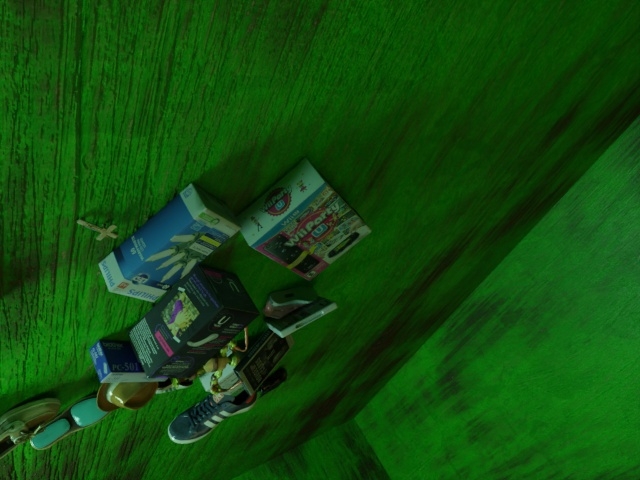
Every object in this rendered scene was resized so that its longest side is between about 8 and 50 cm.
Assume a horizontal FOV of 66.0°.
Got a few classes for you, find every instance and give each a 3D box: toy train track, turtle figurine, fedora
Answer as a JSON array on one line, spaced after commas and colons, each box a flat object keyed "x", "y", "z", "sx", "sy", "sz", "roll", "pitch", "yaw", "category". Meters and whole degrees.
[{"x": -0.413, "y": -0.025, "z": 0.914, "sx": 0.048, "sy": 0.014, "sz": 0.083, "roll": -35, "pitch": 147, "yaw": 14, "category": "toy train track"}, {"x": -0.323, "y": 0.351, "z": 1.452, "sx": 0.217, "sy": 0.087, "sz": 0.270, "roll": 0, "pitch": 124, "yaw": -34, "category": "turtle figurine"}, {"x": -0.509, "y": 0.405, "z": 1.346, "sx": 0.194, "sy": 0.079, "sz": 0.194, "roll": -42, "pitch": 149, "yaw": -33, "category": "fedora"}]

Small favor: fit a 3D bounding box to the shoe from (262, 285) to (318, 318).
[{"x": -0.096, "y": 0.194, "z": 1.548, "sx": 0.177, "sy": 0.063, "sz": 0.081, "roll": -4, "pitch": 141, "yaw": -37, "category": "shoe"}]

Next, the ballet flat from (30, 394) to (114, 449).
[{"x": -0.685, "y": 0.494, "z": 1.372, "sx": 0.232, "sy": 0.080, "sz": 0.073, "roll": -26, "pitch": 178, "yaw": -13, "category": "ballet flat"}]

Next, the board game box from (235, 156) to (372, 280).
[{"x": -0.033, "y": -0.037, "z": 1.208, "sx": 0.224, "sy": 0.098, "sz": 0.303, "roll": -40, "pitch": 147, "yaw": 8, "category": "board game box"}]

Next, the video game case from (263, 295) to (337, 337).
[{"x": -0.067, "y": 0.232, "z": 1.543, "sx": 0.193, "sy": 0.023, "sz": 0.212, "roll": -26, "pitch": -171, "yaw": -18, "category": "video game case"}]

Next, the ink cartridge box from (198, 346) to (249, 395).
[{"x": -0.299, "y": 0.446, "z": 1.680, "sx": 0.153, "sy": 0.087, "sz": 0.208, "roll": -38, "pitch": 151, "yaw": 3, "category": "ink cartridge box"}]

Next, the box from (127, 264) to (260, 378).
[{"x": -0.317, "y": 0.207, "z": 1.233, "sx": 0.270, "sy": 0.143, "sz": 0.165, "roll": -42, "pitch": 153, "yaw": 11, "category": "box"}]

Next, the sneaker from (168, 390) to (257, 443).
[{"x": -0.390, "y": 0.601, "z": 1.797, "sx": 0.350, "sy": 0.131, "sz": 0.148, "roll": -24, "pitch": 143, "yaw": -32, "category": "sneaker"}]

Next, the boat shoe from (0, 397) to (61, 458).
[{"x": -0.780, "y": 0.497, "z": 1.231, "sx": 0.285, "sy": 0.089, "sz": 0.105, "roll": -32, "pitch": 151, "yaw": -7, "category": "boat shoe"}]

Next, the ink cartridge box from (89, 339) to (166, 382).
[{"x": -0.480, "y": 0.312, "z": 1.266, "sx": 0.046, "sy": 0.097, "sz": 0.207, "roll": -42, "pitch": 152, "yaw": 13, "category": "ink cartridge box"}]

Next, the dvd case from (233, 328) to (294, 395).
[{"x": -0.184, "y": 0.385, "z": 1.651, "sx": 0.239, "sy": 0.029, "sz": 0.179, "roll": -49, "pitch": 149, "yaw": -28, "category": "dvd case"}]

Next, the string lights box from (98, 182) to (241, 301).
[{"x": -0.307, "y": 0.010, "z": 1.014, "sx": 0.259, "sy": 0.077, "sz": 0.133, "roll": -40, "pitch": 153, "yaw": 8, "category": "string lights box"}]

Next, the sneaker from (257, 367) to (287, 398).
[{"x": -0.206, "y": 0.594, "z": 2.046, "sx": 0.089, "sy": 0.051, "sz": 0.170, "roll": -13, "pitch": 148, "yaw": -44, "category": "sneaker"}]

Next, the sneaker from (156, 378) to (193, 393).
[{"x": -0.475, "y": 0.442, "z": 1.532, "sx": 0.075, "sy": 0.057, "sz": 0.161, "roll": -29, "pitch": 158, "yaw": 25, "category": "sneaker"}]
